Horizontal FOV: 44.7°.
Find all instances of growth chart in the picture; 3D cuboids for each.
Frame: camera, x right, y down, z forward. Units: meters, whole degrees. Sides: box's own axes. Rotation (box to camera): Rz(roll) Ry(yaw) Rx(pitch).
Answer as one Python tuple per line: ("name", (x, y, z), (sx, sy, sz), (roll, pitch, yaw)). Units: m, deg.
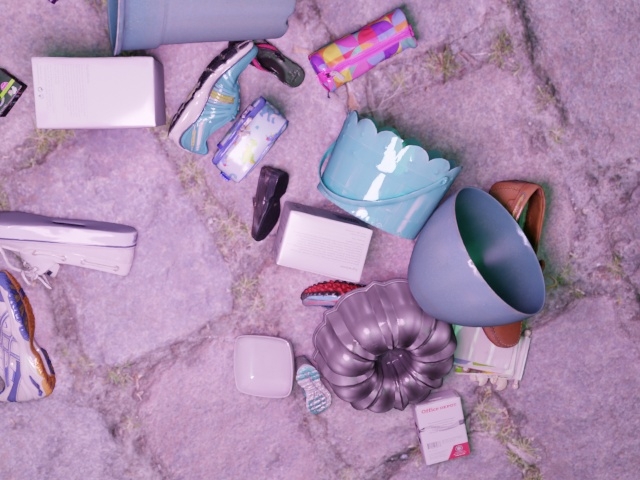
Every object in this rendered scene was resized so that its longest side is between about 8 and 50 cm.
("growth chart", (0.384, 0.257, 1.843), (0.237, 0.021, 0.172), (18, 98, -9))

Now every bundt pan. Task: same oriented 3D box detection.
("bundt pan", (0.152, 0.251, 1.704), (0.330, 0.124, 0.331), (-7, 124, -10))

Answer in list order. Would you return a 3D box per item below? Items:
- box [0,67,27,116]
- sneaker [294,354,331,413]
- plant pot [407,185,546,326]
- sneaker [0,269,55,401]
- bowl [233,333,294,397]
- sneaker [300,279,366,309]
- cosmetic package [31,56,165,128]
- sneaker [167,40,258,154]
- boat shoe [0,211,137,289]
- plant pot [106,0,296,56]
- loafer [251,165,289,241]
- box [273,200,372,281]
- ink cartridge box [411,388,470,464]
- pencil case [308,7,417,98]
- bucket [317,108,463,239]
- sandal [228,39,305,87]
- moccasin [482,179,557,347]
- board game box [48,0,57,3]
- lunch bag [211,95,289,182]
("box", (-0.662, -0.306, 1.615), (0.062, 0.052, 0.083), (37, 95, -11))
("sneaker", (-0.021, 0.327, 1.789), (0.065, 0.076, 0.167), (-19, 126, -7))
("plant pot", (0.293, 0.061, 1.599), (0.195, 0.290, 0.290), (-34, 104, 34))
("sneaker", (-0.677, 0.215, 1.673), (0.130, 0.112, 0.297), (-15, 100, -3))
("bowl", (-0.121, 0.278, 1.757), (0.142, 0.053, 0.142), (3, 99, 19))
("sneaker", (0.081, 0.165, 1.753), (0.261, 0.104, 0.125), (7, 101, -7))
("cosmetic package", (-0.431, -0.291, 1.555), (0.224, 0.224, 0.138), (-3, 99, -5))
("sneaker", (-0.213, -0.304, 1.648), (0.110, 0.107, 0.275), (31, 107, -22))
("boat shoe", (-0.582, 0.031, 1.652), (0.367, 0.136, 0.157), (5, 102, -17))
("plant pot", (-0.231, -0.523, 1.492), (0.334, 0.341, 0.341), (-3, 100, -18))
("loafer", (-0.123, -0.082, 1.719), (0.061, 0.062, 0.170), (28, 105, 29))
("box", (0.000, 0.000, 1.674), (0.181, 0.181, 0.119), (13, 97, -8))
("ink cartridge box", (0.282, 0.438, 1.840), (0.109, 0.063, 0.151), (-12, 100, -4))
("pencil case", (0.089, -0.402, 1.659), (0.236, 0.104, 0.104), (-31, 101, -1))
("bucket", (0.136, -0.137, 1.628), (0.281, 0.281, 0.183), (25, 101, -10))
("sandal", (-0.113, -0.389, 1.667), (0.179, 0.040, 0.067), (28, 97, -10))
("moccasin", (0.440, 0.057, 1.744), (0.139, 0.147, 0.380), (6, 96, -33))
("board game box", (-0.517, -0.681, 1.572), (0.208, 0.056, 0.347), (40, 93, -15))
("lunch bag", (-0.149, -0.205, 1.604), (0.090, 0.219, 0.176), (38, 94, -10))
